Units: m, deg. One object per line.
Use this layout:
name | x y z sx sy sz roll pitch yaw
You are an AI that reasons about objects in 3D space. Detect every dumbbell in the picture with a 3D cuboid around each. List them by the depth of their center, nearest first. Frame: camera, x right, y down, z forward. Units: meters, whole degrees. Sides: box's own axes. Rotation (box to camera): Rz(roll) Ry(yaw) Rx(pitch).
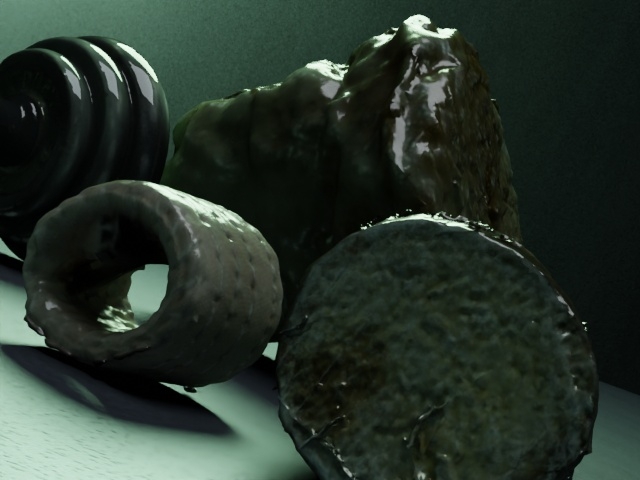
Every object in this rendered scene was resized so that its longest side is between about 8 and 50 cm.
dumbbell | -0.266 -0.095 1.240 0.179 0.179 0.406 22 2 42

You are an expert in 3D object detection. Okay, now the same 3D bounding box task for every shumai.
shumai | 0.000 0.000 1.317 0.263 0.309 0.304 -3 30 16

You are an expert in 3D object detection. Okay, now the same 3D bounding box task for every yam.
yam | 0.060 0.061 0.905 0.154 0.154 0.254 21 3 8

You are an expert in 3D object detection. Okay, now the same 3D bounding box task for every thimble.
thimble | -0.088 0.023 0.954 0.115 0.102 0.090 -12 -16 29
